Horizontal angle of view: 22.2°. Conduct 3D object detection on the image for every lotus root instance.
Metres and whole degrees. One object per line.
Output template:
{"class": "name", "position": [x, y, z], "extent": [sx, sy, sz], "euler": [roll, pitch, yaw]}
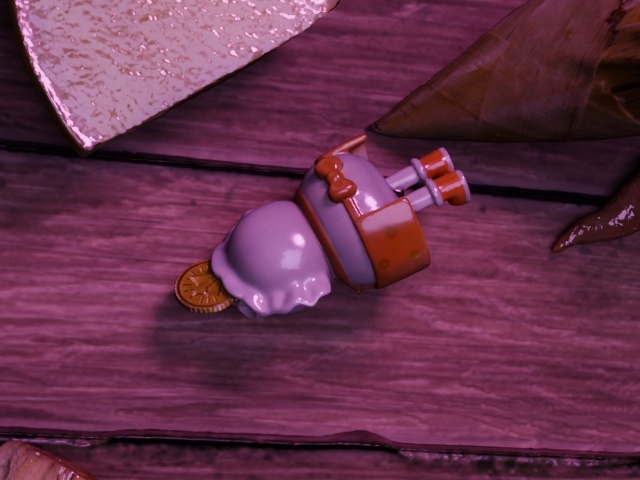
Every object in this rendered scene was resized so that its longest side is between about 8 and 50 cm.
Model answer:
{"class": "lotus root", "position": [-0.234, 0.254, 1.411], "extent": [0.159, 0.095, 0.135], "euler": [15, 80, 24]}

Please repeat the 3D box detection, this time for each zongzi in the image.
{"class": "zongzi", "position": [0.244, -0.146, 1.423], "extent": [0.360, 0.323, 0.160], "euler": [-23, 106, -11]}

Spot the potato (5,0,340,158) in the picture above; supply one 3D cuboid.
{"class": "potato", "position": [-0.161, -0.240, 1.403], "extent": [0.269, 0.112, 0.255], "euler": [-31, 96, -16]}

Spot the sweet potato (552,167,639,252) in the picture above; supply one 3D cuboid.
{"class": "sweet potato", "position": [0.322, -0.047, 1.574], "extent": [0.226, 0.068, 0.068], "euler": [-32, 100, -13]}

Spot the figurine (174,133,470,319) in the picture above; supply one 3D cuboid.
{"class": "figurine", "position": [0.001, -0.008, 1.444], "extent": [0.271, 0.143, 0.143], "euler": [-14, 96, -17]}
